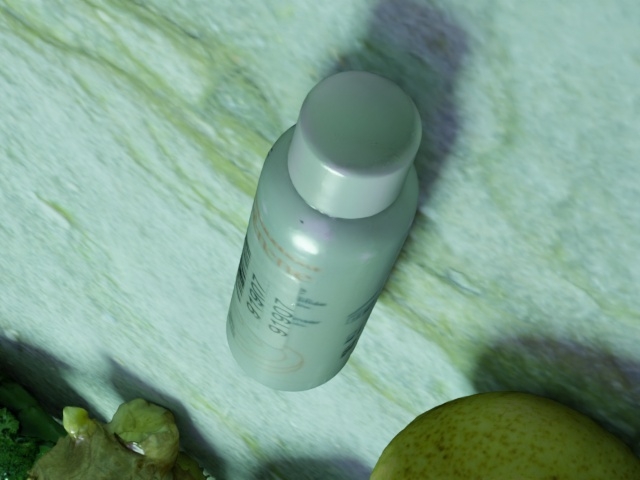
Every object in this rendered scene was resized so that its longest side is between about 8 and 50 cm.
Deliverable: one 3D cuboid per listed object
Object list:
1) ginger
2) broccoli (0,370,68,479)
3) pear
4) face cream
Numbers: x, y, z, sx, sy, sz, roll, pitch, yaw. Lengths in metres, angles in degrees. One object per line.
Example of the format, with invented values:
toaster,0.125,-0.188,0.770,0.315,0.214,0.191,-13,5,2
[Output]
ginger,-0.174,0.219,1.277,0.102,0.157,0.216,45,162,50
broccoli,-0.334,0.226,1.400,0.245,0.265,0.294,8,-176,-8
pear,0.117,0.169,0.879,0.178,0.178,0.178,25,154,13
face cream,0.000,0.000,0.777,0.082,0.082,0.269,29,154,6
